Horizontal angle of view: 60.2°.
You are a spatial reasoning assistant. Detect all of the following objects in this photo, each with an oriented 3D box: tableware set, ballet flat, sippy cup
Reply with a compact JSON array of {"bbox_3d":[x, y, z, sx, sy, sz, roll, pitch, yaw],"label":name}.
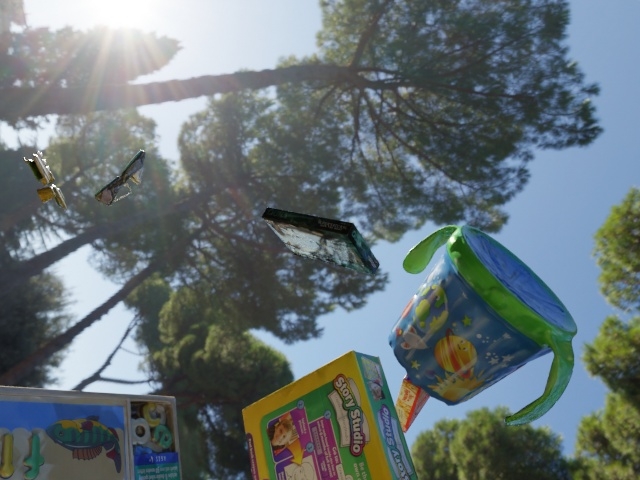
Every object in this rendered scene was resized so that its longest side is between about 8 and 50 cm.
[{"bbox_3d":[-0.435,-0.088,0.874,0.154,0.024,0.104,24,-43,64],"label":"tableware set"},{"bbox_3d":[-0.322,-0.100,0.915,0.041,0.114,0.041,31,-24,15],"label":"ballet flat"},{"bbox_3d":[0.237,0.133,0.881,0.240,0.305,0.224,36,-68,-6],"label":"sippy cup"}]

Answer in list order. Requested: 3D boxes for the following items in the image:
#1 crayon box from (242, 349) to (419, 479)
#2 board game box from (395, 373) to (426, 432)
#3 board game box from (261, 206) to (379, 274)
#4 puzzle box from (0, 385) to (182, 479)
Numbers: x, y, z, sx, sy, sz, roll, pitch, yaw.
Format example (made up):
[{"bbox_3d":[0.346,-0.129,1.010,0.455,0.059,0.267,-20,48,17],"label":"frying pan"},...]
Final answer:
[{"bbox_3d":[0.018,0.446,1.068,0.313,0.106,0.363,-33,-126,24],"label":"crayon box"},{"bbox_3d":[0.219,0.313,1.209,0.045,0.147,0.194,29,-38,23],"label":"board game box"},{"bbox_3d":[0.000,0.000,0.956,0.186,0.026,0.126,13,-26,36],"label":"board game box"},{"bbox_3d":[-0.334,0.323,0.677,0.052,0.409,0.272,-25,-118,25],"label":"puzzle box"}]
